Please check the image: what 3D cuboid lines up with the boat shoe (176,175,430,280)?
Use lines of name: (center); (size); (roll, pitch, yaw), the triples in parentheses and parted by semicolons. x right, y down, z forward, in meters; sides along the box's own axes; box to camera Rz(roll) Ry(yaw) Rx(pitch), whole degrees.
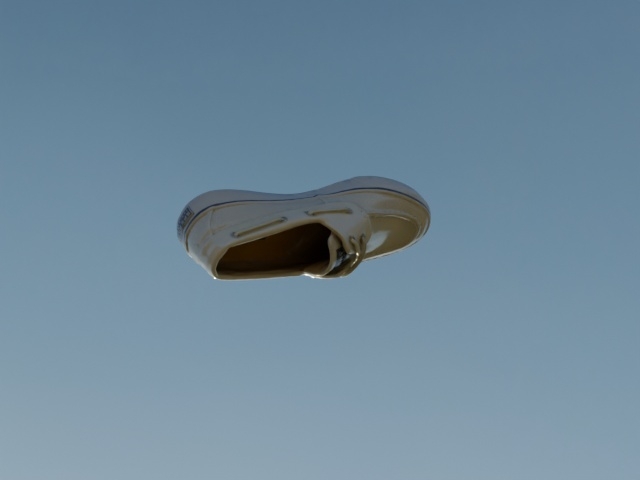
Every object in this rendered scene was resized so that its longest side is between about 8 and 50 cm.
boat shoe: (0.000, 0.000, 0.539); (0.100, 0.035, 0.035); (-1, -54, -31)
